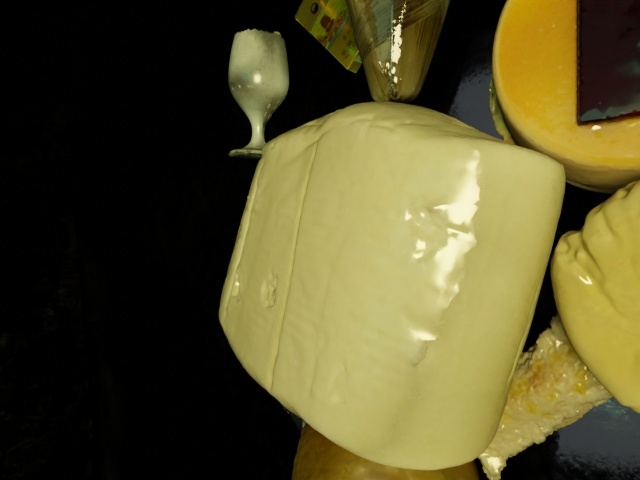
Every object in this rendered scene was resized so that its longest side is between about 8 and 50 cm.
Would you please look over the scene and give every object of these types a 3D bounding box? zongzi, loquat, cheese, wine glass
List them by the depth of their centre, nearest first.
[{"bbox_3d":[0.315,0.052,0.360,0.226,0.117,0.214,54,140,9],"label":"cheese"},{"bbox_3d":[0.089,0.339,0.574,0.276,0.284,0.276,-2,76,9],"label":"loquat"},{"bbox_3d":[0.163,-0.332,0.619,0.242,0.112,0.221,-13,96,24],"label":"zongzi"},{"bbox_3d":[-0.125,-0.287,0.864,0.126,0.126,0.241,9,99,42],"label":"wine glass"}]

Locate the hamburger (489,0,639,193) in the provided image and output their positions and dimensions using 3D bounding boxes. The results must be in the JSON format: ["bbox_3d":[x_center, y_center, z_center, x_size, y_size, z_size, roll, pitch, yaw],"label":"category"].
[{"bbox_3d":[0.317,-0.189,0.418,0.300,0.176,0.300,-2,87,39],"label":"hamburger"}]

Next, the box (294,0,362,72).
[{"bbox_3d":[0.037,-0.411,0.773,0.193,0.030,0.121,54,124,27],"label":"box"}]

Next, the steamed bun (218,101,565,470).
[{"bbox_3d":[0.074,0.023,0.572,0.456,0.290,0.371,24,101,56],"label":"steamed bun"}]

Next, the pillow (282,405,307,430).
[{"bbox_3d":[0.007,0.327,0.806,0.208,0.055,0.141,32,104,37],"label":"pillow"}]

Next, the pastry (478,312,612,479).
[{"bbox_3d":[0.267,0.184,0.533,0.121,0.089,0.258,47,120,20],"label":"pastry"}]
